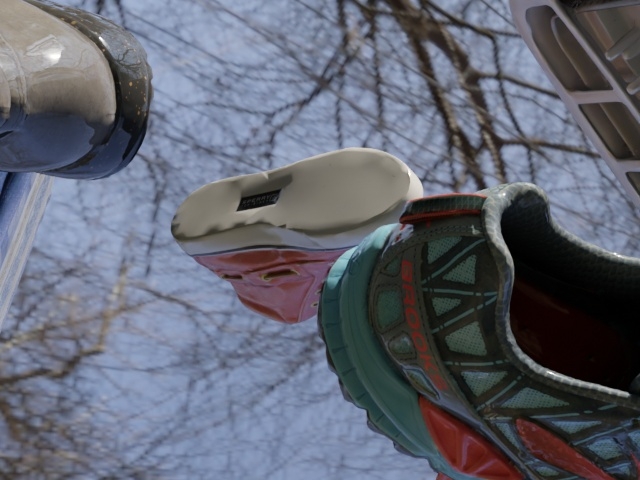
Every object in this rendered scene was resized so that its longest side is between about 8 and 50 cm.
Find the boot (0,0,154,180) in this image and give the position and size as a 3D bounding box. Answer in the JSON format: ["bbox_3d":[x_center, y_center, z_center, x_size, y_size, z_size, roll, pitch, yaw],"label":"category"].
[{"bbox_3d":[-0.262,-0.106,0.642,0.338,0.222,0.118,12,-82,20],"label":"boot"}]

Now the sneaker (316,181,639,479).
[{"bbox_3d":[0.128,0.073,0.534,0.125,0.262,0.104,-42,-160,49],"label":"sneaker"}]

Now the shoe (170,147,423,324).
[{"bbox_3d":[0.000,0.000,0.808,0.178,0.081,0.063,-7,-132,40],"label":"shoe"}]

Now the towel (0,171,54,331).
[{"bbox_3d":[-0.239,-0.020,1.078,0.034,0.285,0.209,18,-115,-8],"label":"towel"}]

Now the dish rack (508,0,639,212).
[{"bbox_3d":[0.249,-0.051,0.765,0.072,0.333,0.285,-37,-78,-5],"label":"dish rack"}]
